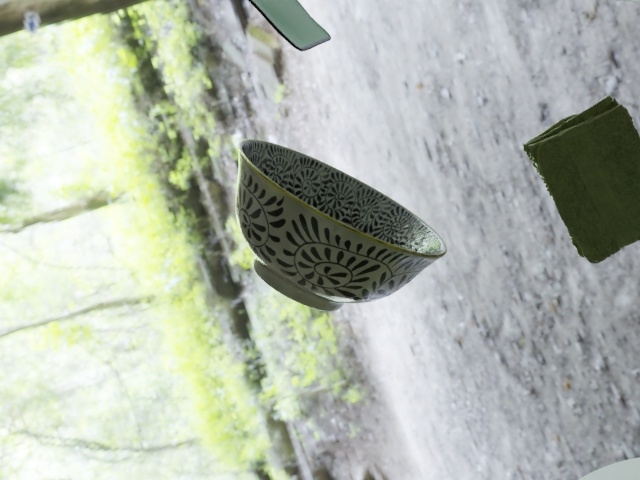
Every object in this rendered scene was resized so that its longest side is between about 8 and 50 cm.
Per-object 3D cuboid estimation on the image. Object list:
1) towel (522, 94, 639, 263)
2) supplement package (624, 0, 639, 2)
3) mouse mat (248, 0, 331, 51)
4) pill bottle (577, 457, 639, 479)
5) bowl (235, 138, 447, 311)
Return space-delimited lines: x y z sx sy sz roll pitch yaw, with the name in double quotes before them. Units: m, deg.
"towel" 0.282 -0.060 0.938 0.148 0.110 0.027 62 -154 -1
"supplement package" 0.143 -0.241 0.459 0.293 0.177 0.175 23 160 47
"mouse mat" -0.068 -0.258 0.913 0.189 0.007 0.152 47 -159 -3
"pill bottle" 0.224 0.232 0.603 0.094 0.094 0.169 144 103 -82
"bowl" 0.000 0.000 0.686 0.080 0.170 0.170 -63 24 14
